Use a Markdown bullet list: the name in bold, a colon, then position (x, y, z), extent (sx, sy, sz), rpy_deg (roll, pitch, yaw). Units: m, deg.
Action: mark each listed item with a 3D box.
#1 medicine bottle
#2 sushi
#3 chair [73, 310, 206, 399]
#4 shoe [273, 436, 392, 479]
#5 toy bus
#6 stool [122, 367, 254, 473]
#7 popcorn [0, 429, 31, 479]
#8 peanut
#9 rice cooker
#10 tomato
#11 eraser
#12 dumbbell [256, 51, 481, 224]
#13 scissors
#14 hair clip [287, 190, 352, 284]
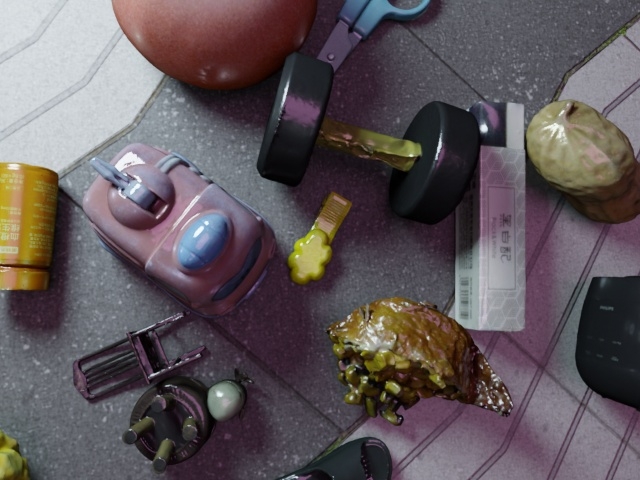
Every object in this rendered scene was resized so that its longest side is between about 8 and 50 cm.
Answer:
- **medicine bottle**: position (-0.469, -0.018, 0.754), extent (0.096, 0.096, 0.192), rpy_deg (4, 84, -9)
- **sushi**: position (0.152, 0.206, 0.809), extent (0.296, 0.167, 0.179), rpy_deg (26, 58, -12)
- **chair**: position (-0.296, 0.188, 0.759), extent (0.212, 0.101, 0.084), rpy_deg (-23, 88, -12)
- **shoe**: position (0.015, 0.417, 0.792), extent (0.240, 0.093, 0.108), rpy_deg (-20, 86, -9)
- **toy bus**: position (-0.211, -0.019, 0.727), extent (0.294, 0.232, 0.197), rpy_deg (38, 80, -3)
- **stool**: position (-0.206, 0.275, 0.758), extent (0.217, 0.121, 0.125), rpy_deg (-17, 86, -5)
- **popcorn**: position (-0.533, 0.367, 0.656), extent (0.249, 0.225, 0.250), rpy_deg (5, 79, -26)
- **peanut**: position (0.490, -0.125, 0.865), extent (0.291, 0.143, 0.159), rpy_deg (35, 36, -29)
- **rice cooker**: position (0.590, 0.180, 0.831), extent (0.266, 0.267, 0.225), rpy_deg (8, 84, -8)
- **tomato**: position (-0.169, -0.421, 0.752), extent (0.341, 0.273, 0.342), rpy_deg (1, 84, -10)
- **eraser**: position (0.308, -0.042, 0.881), extent (0.096, 0.098, 0.405), rpy_deg (4, 85, -10)
- **dumbbell**: position (0.072, -0.160, 0.794), extent (0.322, 0.203, 0.204), rpy_deg (15, 82, -11)
- **scissors**: position (0.041, -0.373, 0.906), extent (0.192, 0.029, 0.447), rpy_deg (34, 83, -4)
- **hair clip**: position (0.000, 0.000, 0.853), extent (0.072, 0.046, 0.173), rpy_deg (30, 82, -1)
